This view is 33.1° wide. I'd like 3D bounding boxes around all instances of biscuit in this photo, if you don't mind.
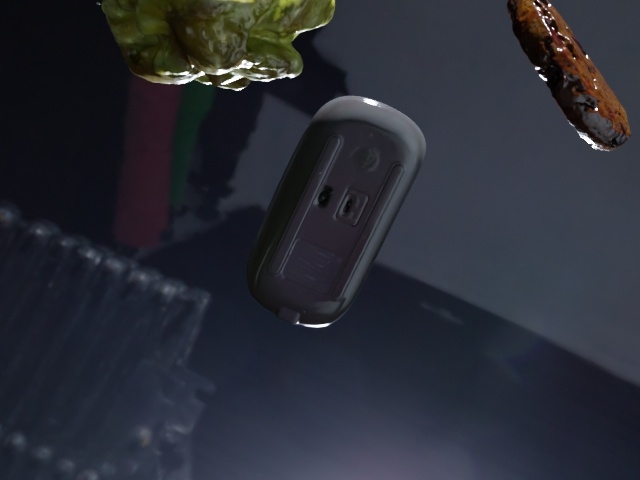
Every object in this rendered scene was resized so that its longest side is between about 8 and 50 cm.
[{"bbox_3d":[0.247,-0.170,1.065,0.049,0.192,0.192,-30,2,23],"label":"biscuit"}]

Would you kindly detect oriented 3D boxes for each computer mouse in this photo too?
[{"bbox_3d":[0.014,-0.028,1.040,0.057,0.120,0.232,-96,29,-72],"label":"computer mouse"}]

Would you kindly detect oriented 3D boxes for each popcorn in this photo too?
[{"bbox_3d":[-0.124,-0.295,1.255,0.282,0.282,0.247,38,-119,-77],"label":"popcorn"}]
